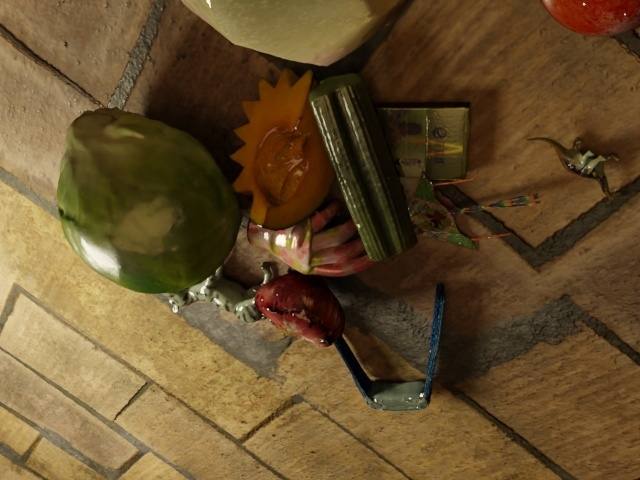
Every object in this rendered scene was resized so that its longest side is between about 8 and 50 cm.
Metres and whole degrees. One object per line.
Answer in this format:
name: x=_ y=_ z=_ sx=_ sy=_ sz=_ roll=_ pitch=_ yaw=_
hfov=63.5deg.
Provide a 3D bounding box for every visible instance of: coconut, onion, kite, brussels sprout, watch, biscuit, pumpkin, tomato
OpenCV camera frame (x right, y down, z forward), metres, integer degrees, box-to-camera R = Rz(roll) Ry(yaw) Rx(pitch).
coconut: x=-0.022 y=-0.371 z=0.577 sx=0.352 sy=0.353 sz=0.353 roll=9 pitch=125 yaw=14
onion: x=-0.032 y=0.116 z=0.985 sx=0.183 sy=0.147 sz=0.184 roll=18 pitch=171 yaw=3
kite: x=0.235 y=-0.052 z=0.861 sx=0.244 sy=0.006 sz=0.198 roll=-14 pitch=128 yaw=36
brussels sprout: x=-0.296 y=-0.070 z=0.917 sx=0.343 sy=0.268 sz=0.344 roll=3 pitch=102 yaw=14
watch: x=0.171 y=0.232 z=1.070 sx=0.276 sy=0.068 sz=0.275 roll=-15 pitch=112 yaw=28
biscuit: x=0.076 y=-0.107 z=0.826 sx=0.099 sy=0.038 sz=0.323 roll=-21 pitch=118 yaw=4
pumpkin: x=-0.056 y=-0.151 z=0.871 sx=0.130 sy=0.149 sz=0.254 roll=23 pitch=100 yaw=36
tomato: x=0.330 y=-0.310 z=0.580 sx=0.167 sy=0.167 sz=0.167 roll=9 pitch=125 yaw=14

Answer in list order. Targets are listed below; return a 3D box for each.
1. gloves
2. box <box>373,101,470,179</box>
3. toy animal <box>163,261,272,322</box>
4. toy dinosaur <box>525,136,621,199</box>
gloves: x=-0.005 y=0.005 z=0.940 sx=0.241 sy=0.126 sz=0.145 roll=19 pitch=125 yaw=15
box: x=0.138 y=-0.159 z=0.830 sx=0.193 sy=0.030 sz=0.121 roll=5 pitch=124 yaw=18
toy animal: x=-0.215 y=0.093 z=1.098 sx=0.255 sy=0.090 sz=0.170 roll=11 pitch=130 yaw=15
toy dinosaur: x=0.389 y=-0.121 z=0.761 sx=0.180 sy=0.037 sz=0.058 roll=34 pitch=123 yaw=-6
